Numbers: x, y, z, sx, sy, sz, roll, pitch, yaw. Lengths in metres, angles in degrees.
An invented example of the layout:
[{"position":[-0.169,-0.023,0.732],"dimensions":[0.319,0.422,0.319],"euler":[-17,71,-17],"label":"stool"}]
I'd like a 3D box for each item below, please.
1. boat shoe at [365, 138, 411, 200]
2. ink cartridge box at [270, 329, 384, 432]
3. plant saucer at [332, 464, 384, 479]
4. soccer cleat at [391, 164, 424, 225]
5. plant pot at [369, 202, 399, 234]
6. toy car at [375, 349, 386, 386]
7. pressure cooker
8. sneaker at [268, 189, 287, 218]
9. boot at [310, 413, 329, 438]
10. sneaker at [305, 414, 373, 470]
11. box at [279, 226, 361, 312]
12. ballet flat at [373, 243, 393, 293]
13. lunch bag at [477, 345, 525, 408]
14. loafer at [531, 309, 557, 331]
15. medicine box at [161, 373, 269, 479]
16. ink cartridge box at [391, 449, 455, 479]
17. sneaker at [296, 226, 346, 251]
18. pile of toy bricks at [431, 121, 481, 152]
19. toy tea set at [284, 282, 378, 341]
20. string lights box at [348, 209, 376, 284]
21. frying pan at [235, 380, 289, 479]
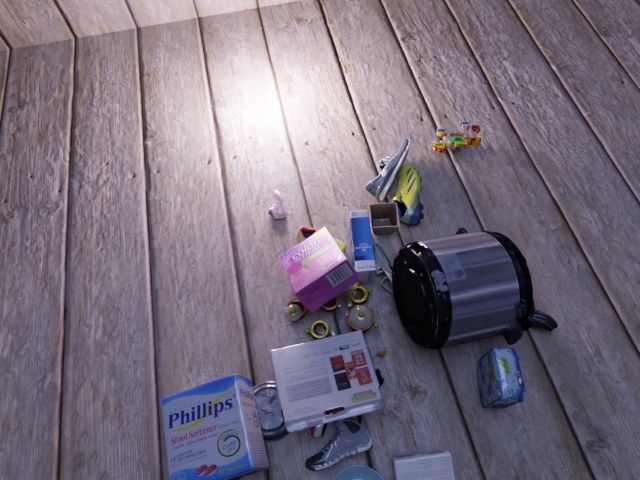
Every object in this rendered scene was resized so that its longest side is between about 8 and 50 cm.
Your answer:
[{"position":[0.292,-0.318,1.998],"dimensions":[0.099,0.116,0.319],"euler":[26,71,10],"label":"boat shoe"},{"position":[0.018,0.460,1.490],"dimensions":[0.310,0.130,0.271],"euler":[-11,50,-6],"label":"ink cartridge box"},{"position":[0.118,0.800,1.447],"dimensions":[0.195,0.037,0.194],"euler":[-1,61,1],"label":"plant saucer"},{"position":[0.350,-0.195,1.936],"dimensions":[0.121,0.093,0.288],"euler":[3,63,-10],"label":"soccer cleat"},{"position":[0.252,-0.078,1.880],"dimensions":[0.109,0.096,0.108],"euler":[-4,62,1],"label":"plant pot"},{"position":[0.206,0.448,1.645],"dimensions":[0.041,0.060,0.122],"euler":[-17,29,42],"label":"toy car"},{"position":[0.495,0.158,1.576],"dimensions":[0.421,0.375,0.369],"euler":[-10,98,-14],"label":"pressure cooker"},{"position":[-0.191,-0.147,1.957],"dimensions":[0.070,0.051,0.134],"euler":[-16,67,-12],"label":"sneaker"},{"position":[-0.051,0.528,1.574],"dimensions":[0.177,0.088,0.244],"euler":[6,54,6],"label":"boot"},{"position":[0.046,0.628,1.495],"dimensions":[0.229,0.086,0.132],"euler":[-16,88,-17],"label":"sneaker"},{"position":[-0.007,0.100,1.699],"dimensions":[0.214,0.117,0.243],"euler":[-33,34,2],"label":"box"},{"position":[0.251,0.125,1.786],"dimensions":[0.086,0.086,0.248],"euler":[-28,65,-12],"label":"ballet flat"},{"position":[0.577,0.443,1.519],"dimensions":[0.090,0.219,0.175],"euler":[0,61,1],"label":"lunch bag"},{"position":[0.731,0.283,1.689],"dimensions":[0.220,0.080,0.078],"euler":[20,74,18],"label":"loafer"},{"position":[-0.334,0.606,1.478],"dimensions":[0.264,0.149,0.289],"euler":[-20,63,4],"label":"medicine box"},{"position":[0.328,0.781,1.455],"dimensions":[0.181,0.056,0.224],"euler":[-7,80,-2],"label":"ink cartridge box"},{"position":[0.000,0.000,1.848],"dimensions":[0.209,0.094,0.081],"euler":[15,62,8],"label":"sneaker"},{"position":[0.600,-0.435,2.039],"dimensions":[0.213,0.118,0.105],"euler":[-1,42,2],"label":"pile of toy bricks"},{"position":[0.040,0.257,1.691],"dimensions":[0.337,0.124,0.199],"euler":[-12,62,-5],"label":"toy tea set"},{"position":[0.158,0.026,1.806],"dimensions":[0.077,0.133,0.259],"euler":[-4,61,-1],"label":"string lights box"},{"position":[-0.218,0.607,1.560],"dimensions":[0.326,0.053,0.197],"euler":[-38,65,-20],"label":"frying pan"}]
